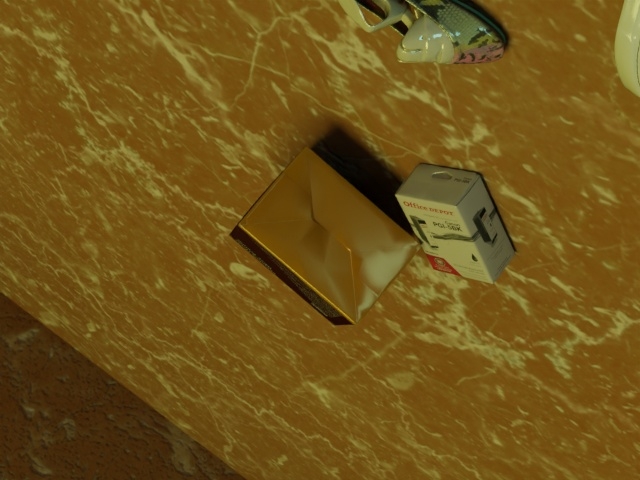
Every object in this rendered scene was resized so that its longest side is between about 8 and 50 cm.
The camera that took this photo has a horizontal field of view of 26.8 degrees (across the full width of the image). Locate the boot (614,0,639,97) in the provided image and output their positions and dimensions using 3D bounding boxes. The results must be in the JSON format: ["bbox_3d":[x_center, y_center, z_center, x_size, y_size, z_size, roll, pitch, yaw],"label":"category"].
[{"bbox_3d":[0.342,-0.186,1.099,0.176,0.088,0.244,26,148,21],"label":"boot"}]

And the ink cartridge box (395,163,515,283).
[{"bbox_3d":[0.162,-0.020,1.619,0.099,0.056,0.135,13,144,43],"label":"ink cartridge box"}]

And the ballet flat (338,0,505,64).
[{"bbox_3d":[0.080,-0.231,1.367,0.221,0.079,0.077,36,153,6],"label":"ballet flat"}]

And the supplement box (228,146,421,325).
[{"bbox_3d":[0.000,0.000,1.720,0.191,0.129,0.194,41,172,-3],"label":"supplement box"}]
